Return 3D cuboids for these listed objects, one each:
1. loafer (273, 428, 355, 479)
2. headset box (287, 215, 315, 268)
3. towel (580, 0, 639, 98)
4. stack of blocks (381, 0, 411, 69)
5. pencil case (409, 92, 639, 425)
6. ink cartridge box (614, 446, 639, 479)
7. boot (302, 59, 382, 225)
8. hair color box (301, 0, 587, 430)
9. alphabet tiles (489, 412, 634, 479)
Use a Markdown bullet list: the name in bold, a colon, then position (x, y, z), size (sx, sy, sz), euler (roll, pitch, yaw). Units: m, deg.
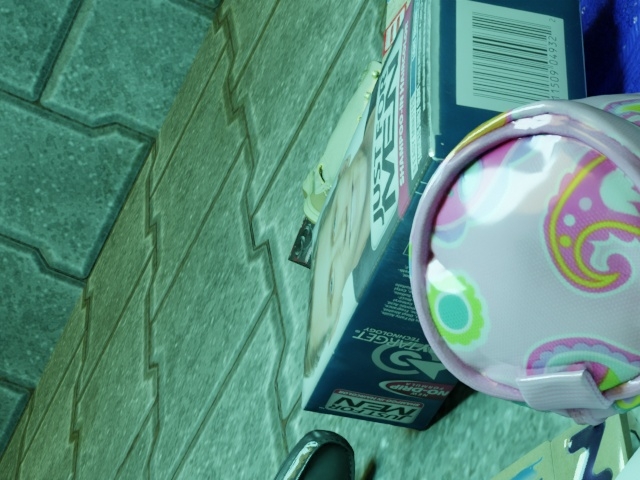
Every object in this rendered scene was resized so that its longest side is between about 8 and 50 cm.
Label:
- **loafer**: position (-0.013, 0.264, 1.079), size (0.078, 0.076, 0.223), euler (4, 77, 67)
- **headset box**: position (0.000, 0.000, 1.434), size (0.062, 0.032, 0.083), euler (-68, 15, -3)
- **towel**: position (0.192, -0.080, 0.872), size (0.228, 0.076, 0.308), euler (-58, 19, 26)
- **stack of blocks**: position (0.140, -0.275, 1.257), size (0.171, 0.087, 0.297), euler (-52, 22, 41)
- **pencil case**: position (0.158, -0.013, 0.565), size (0.124, 0.284, 0.124), euler (9, 105, 36)
- **ink cartridge box**: position (0.188, 0.134, 0.440), size (0.128, 0.176, 0.127), euler (-60, 19, 23)
- **boot**: position (0.050, -0.089, 1.320), size (0.165, 0.077, 0.213), euler (-61, 15, 13)
- **hair color box**: position (0.075, -0.018, 0.951), size (0.347, 0.105, 0.174), euler (112, 165, -55)
- **alphabet tiles**: position (0.120, 0.263, 0.693), size (0.285, 0.011, 0.343), euler (-44, 33, 40)
